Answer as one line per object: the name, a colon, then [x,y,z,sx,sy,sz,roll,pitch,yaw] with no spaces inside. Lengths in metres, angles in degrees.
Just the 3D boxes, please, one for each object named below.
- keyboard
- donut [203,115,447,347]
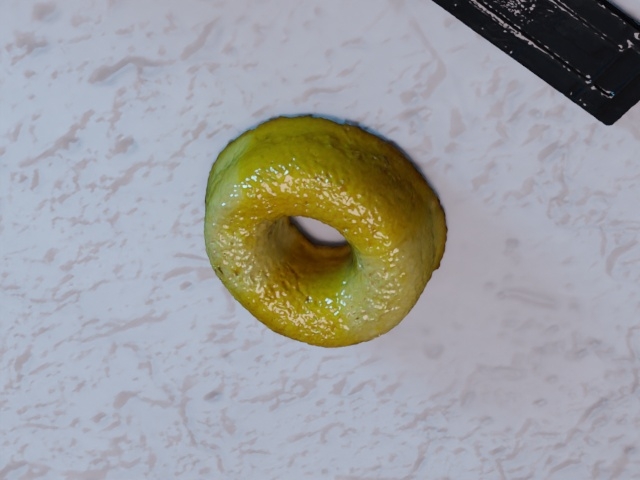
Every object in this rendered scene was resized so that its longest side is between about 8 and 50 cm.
keyboard: [0.098,-0.136,1.029,0.204,0.013,0.061,34,127,-15]
donut: [0.000,0.000,1.129,0.152,0.058,0.152,6,127,9]
